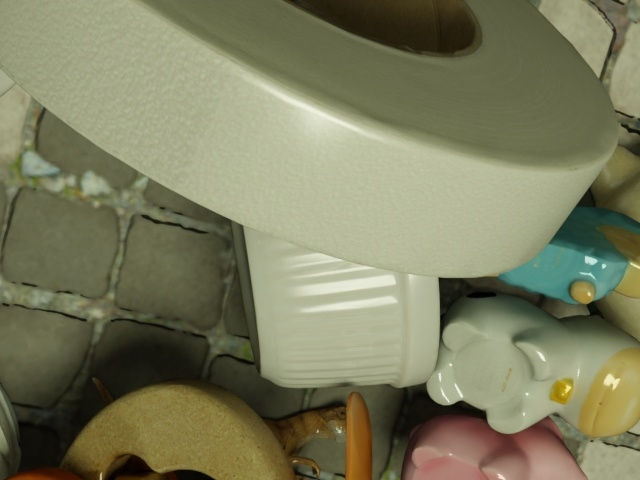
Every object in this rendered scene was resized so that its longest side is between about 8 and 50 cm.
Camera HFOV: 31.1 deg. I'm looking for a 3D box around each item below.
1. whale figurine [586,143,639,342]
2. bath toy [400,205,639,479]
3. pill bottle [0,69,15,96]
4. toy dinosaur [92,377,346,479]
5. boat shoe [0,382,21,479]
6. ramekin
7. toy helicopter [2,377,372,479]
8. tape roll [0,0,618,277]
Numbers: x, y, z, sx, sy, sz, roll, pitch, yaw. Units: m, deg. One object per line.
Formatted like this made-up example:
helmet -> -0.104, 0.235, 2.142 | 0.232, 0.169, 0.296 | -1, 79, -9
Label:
whale figurine -> 0.305, -0.017, 0.900 | 0.216, 0.141, 0.272 | 21, 69, 7
bath toy -> 0.131, 0.144, 0.822 | 0.151, 0.129, 0.348 | 24, 114, 11
pill bottle -> -0.234, -0.184, 0.694 | 0.187, 0.112, 0.112 | 44, 85, -20
toy dinosaur -> -0.071, 0.157, 0.843 | 0.212, 0.064, 0.112 | 3, 79, -27
boat shoe -> -0.301, 0.037, 0.686 | 0.136, 0.156, 0.367 | -30, 107, -11
ramekin -> 0.000, 0.000, 0.758 | 0.109, 0.207, 0.207 | -8, 102, -8
toy helicopter -> -0.033, 0.247, 0.696 | 0.235, 0.140, 0.355 | -29, 79, 12
tape roll -> -0.018, -0.133, 0.637 | 0.392, 0.392, 0.072 | 20, 121, -20
